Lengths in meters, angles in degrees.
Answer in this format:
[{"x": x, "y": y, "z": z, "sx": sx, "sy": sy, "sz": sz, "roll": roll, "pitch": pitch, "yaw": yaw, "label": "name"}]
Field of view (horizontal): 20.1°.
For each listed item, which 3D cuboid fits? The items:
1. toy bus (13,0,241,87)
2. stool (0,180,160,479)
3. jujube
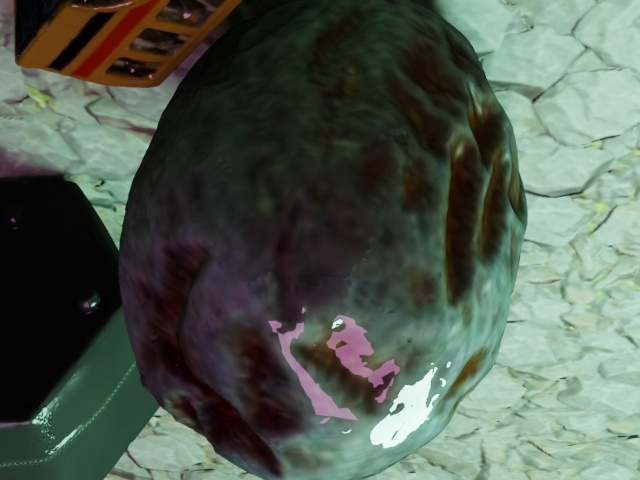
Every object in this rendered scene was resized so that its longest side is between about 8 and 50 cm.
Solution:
[{"x": -0.052, "y": -0.207, "z": 0.918, "sx": 0.123, "sy": 0.121, "sz": 0.335, "roll": 16, "pitch": 145, "yaw": -31, "label": "toy bus"}, {"x": -0.226, "y": 0.072, "z": 1.262, "sx": 0.232, "sy": 0.232, "sz": 0.141, "roll": -2, "pitch": 143, "yaw": 10, "label": "stool"}, {"x": 0.008, "y": -0.002, "z": 1.038, "sx": 0.215, "sy": 0.308, "sz": 0.246, "roll": 1, "pitch": 139, "yaw": 11, "label": "jujube"}]
